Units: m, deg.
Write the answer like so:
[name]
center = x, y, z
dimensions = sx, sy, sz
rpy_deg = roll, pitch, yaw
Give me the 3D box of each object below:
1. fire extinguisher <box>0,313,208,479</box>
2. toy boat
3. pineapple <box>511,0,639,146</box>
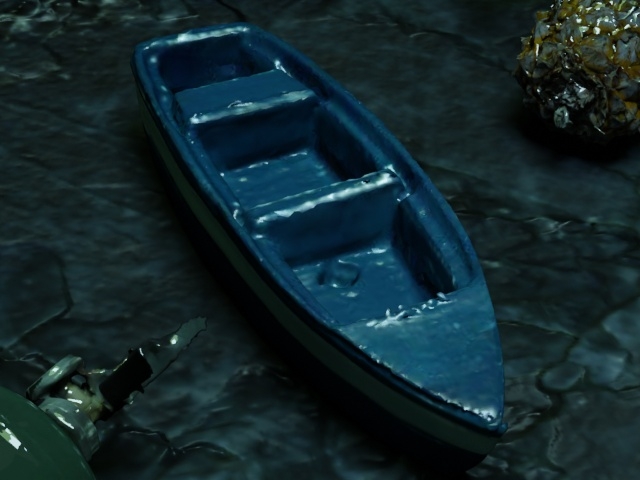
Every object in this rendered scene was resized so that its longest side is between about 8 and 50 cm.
[fire extinguisher]
center = -0.148, 0.116, 0.523
dimensions = 0.093, 0.118, 0.294
rpy_deg = 50, 48, -2
[toy boat]
center = 0.000, 0.000, 0.704
dimensions = 0.096, 0.062, 0.299
rpy_deg = -14, 42, -23
[pineapple]
center = 0.177, -0.119, 0.848
dimensions = 0.103, 0.083, 0.221
rpy_deg = 9, 37, 31
